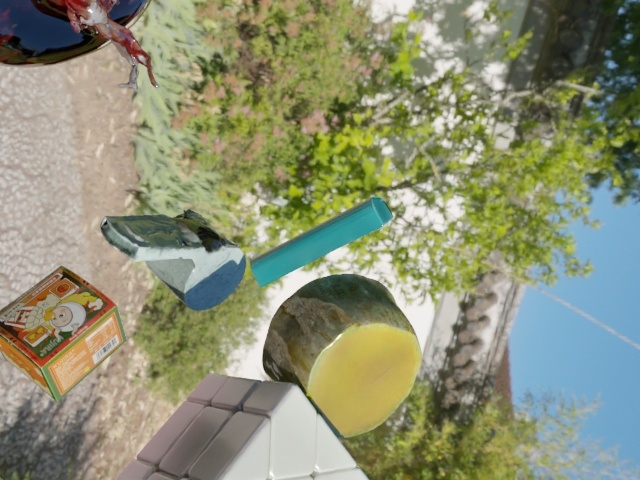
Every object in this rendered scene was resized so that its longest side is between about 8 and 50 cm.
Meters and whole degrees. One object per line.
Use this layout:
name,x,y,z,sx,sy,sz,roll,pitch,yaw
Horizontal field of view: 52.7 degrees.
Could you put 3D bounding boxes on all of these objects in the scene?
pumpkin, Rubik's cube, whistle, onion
pumpkin,0.055,0.258,1.353,0.199,0.332,0.332,-125,-137,-55
Rubik's cube,-0.147,0.482,1.246,0.316,0.322,0.319,-11,-149,50
whistle,-0.319,0.019,1.496,0.188,0.168,0.405,-48,151,-8
onion,-0.253,-0.270,0.599,0.273,0.285,0.273,-36,161,-14

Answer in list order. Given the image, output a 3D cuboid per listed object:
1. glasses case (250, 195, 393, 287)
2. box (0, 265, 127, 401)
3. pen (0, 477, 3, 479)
glasses case,0.000,-0.001,1.355,0.070,0.301,0.117,61,19,-1
box,-0.546,0.188,1.347,0.195,0.177,0.148,-45,155,-34
pen,-0.289,0.251,0.409,0.233,0.040,0.032,-49,-163,-17
